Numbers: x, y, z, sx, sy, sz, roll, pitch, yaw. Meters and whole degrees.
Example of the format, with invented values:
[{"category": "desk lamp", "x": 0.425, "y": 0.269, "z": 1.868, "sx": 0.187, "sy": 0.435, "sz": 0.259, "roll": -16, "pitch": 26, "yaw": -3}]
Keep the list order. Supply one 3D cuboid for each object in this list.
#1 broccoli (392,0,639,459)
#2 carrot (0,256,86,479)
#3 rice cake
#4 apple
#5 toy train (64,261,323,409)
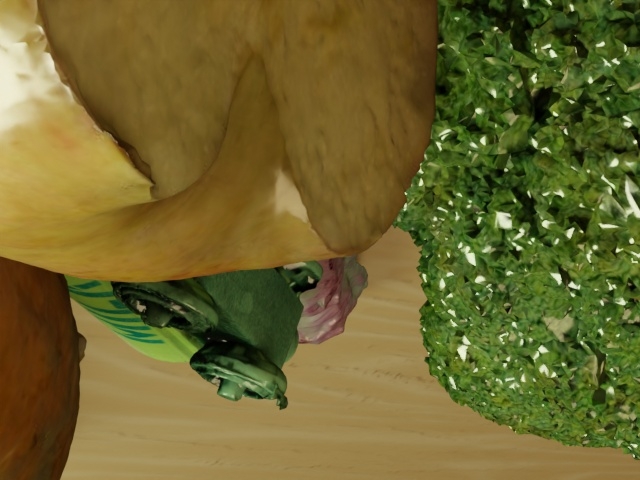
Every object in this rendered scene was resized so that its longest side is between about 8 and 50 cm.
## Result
[{"category": "broccoli", "x": 0.200, "y": -0.040, "z": 0.911, "sx": 0.413, "sy": 0.310, "sz": 0.321, "roll": 24, "pitch": 162, "yaw": -23}, {"category": "carrot", "x": -0.233, "y": 0.034, "z": 0.797, "sx": 0.224, "sy": 0.224, "sz": 0.340, "roll": -21, "pitch": 154, "yaw": -2}, {"category": "rice cake", "x": -0.003, "y": 0.001, "z": 1.147, "sx": 0.081, "sy": 0.051, "sz": 0.290, "roll": -17, "pitch": 157, "yaw": -6}, {"category": "apple", "x": -0.084, "y": -0.114, "z": 0.626, "sx": 0.163, "sy": 0.251, "sz": 0.293, "roll": -5, "pitch": 169, "yaw": 24}, {"category": "toy train", "x": -0.096, "y": 0.012, "z": 1.014, "sx": 0.157, "sy": 0.105, "sz": 0.253, "roll": 14, "pitch": 165, "yaw": 20}]
